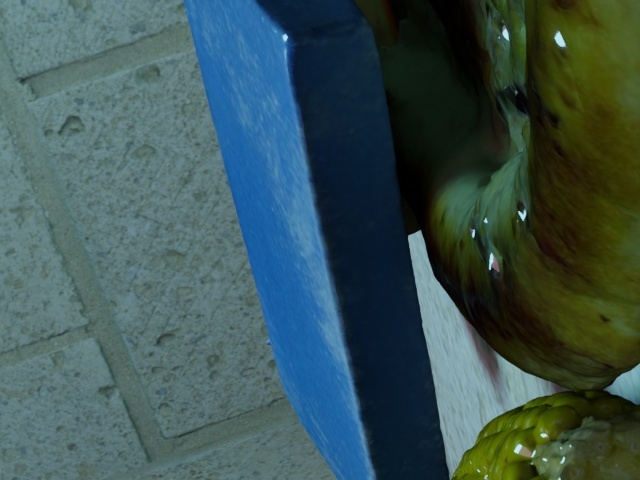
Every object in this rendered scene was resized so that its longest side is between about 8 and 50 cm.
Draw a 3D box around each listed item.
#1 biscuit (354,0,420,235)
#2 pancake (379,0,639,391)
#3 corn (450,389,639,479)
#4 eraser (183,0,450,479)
[{"bbox_3d":[0.011,-0.111,1.012,0.394,0.076,0.368,83,174,-66],"label":"biscuit"},{"bbox_3d":[0.052,-0.090,0.569,0.427,0.066,0.305,-116,10,-77],"label":"pancake"},{"bbox_3d":[0.098,0.109,0.677,0.262,0.097,0.097,88,163,-76],"label":"corn"},{"bbox_3d":[0.000,0.000,0.761,0.144,0.042,0.312,53,161,48],"label":"eraser"}]
